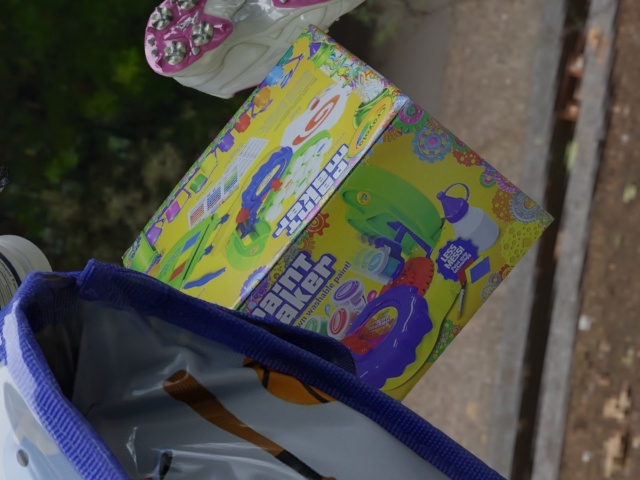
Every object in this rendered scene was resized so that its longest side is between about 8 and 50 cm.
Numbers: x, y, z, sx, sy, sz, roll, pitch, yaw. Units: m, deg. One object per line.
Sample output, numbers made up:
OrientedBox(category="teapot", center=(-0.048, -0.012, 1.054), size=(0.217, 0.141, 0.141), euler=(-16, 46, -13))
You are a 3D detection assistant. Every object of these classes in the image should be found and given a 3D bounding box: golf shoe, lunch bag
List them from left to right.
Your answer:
OrientedBox(category="lunch bag", center=(-0.047, 0.227, 0.668), size=(0.328, 0.385, 0.239), euler=(-53, 4, 27))
OrientedBox(category="golf shoe", center=(-0.035, -0.247, 1.588), size=(0.140, 0.306, 0.115), euler=(38, -144, -54))

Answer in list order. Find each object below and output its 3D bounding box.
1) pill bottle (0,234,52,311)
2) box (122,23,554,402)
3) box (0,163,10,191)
OrientedBox(category="pill bottle", center=(-0.311, 0.057, 1.259), size=(0.186, 0.112, 0.112), euler=(-32, -40, -64))
OrientedBox(category="box", center=(0.000, 0.000, 1.301), size=(0.290, 0.177, 0.279), euler=(-50, 26, 6))
OrientedBox(category="box", center=(-0.278, -0.044, 1.073), size=(0.067, 0.083, 0.018), euler=(-58, -6, -22))
